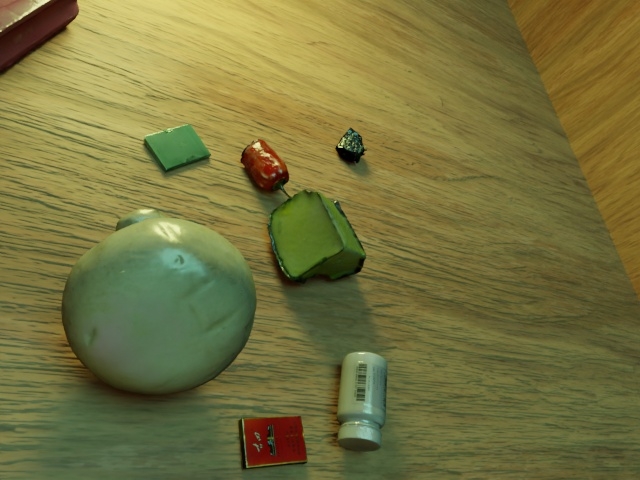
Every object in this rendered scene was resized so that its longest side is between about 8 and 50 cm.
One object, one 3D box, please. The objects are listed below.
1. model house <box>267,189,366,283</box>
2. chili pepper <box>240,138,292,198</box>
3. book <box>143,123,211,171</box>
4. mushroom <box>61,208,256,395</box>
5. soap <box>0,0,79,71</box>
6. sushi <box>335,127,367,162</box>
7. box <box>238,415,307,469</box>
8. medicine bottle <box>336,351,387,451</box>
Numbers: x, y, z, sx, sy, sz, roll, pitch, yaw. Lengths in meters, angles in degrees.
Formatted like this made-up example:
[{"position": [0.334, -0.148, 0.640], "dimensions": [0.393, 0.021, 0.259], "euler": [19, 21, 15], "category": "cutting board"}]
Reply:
[{"position": [0.000, 0.000, 1.263], "dimensions": [0.211, 0.170, 0.194], "euler": [21, 37, -60], "category": "model house"}, {"position": [-0.122, -0.168, 1.298], "dimensions": [0.192, 0.086, 0.084], "euler": [49, 17, 16], "category": "chili pepper"}, {"position": [-0.344, -0.225, 1.227], "dimensions": [0.135, 0.017, 0.103], "euler": [-31, 84, -43], "category": "book"}, {"position": [-0.274, 0.083, 0.875], "dimensions": [0.315, 0.315, 0.356], "euler": [-10, 77, -39], "category": "mushroom"}, {"position": [-0.708, -0.512, 1.089], "dimensions": [0.233, 0.128, 0.359], "euler": [32, 48, -12], "category": "soap"}, {"position": [0.096, -0.281, 1.549], "dimensions": [0.085, 0.056, 0.083], "euler": [37, 46, -8], "category": "sushi"}, {"position": [-0.091, 0.388, 0.987], "dimensions": [0.133, 0.023, 0.090], "euler": [10, 53, -30], "category": "box"}, {"position": [0.089, 0.342, 1.090], "dimensions": [0.103, 0.103, 0.186], "euler": [25, 49, -20], "category": "medicine bottle"}]
